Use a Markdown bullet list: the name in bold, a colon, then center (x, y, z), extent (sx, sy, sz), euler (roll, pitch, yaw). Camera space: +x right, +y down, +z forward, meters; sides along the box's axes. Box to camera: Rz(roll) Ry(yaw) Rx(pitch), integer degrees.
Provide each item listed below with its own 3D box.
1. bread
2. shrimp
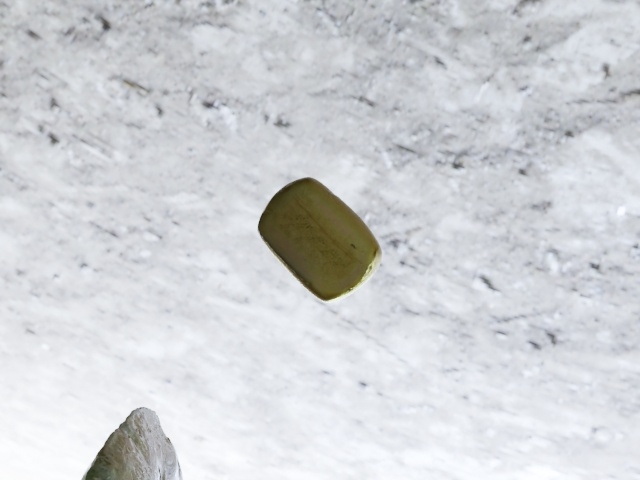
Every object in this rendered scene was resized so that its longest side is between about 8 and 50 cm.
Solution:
- **bread**: center (0.000, 0.000, 0.957), extent (0.115, 0.082, 0.056), euler (41, -176, 8)
- **shrimp**: center (-0.066, 0.138, 0.417), extent (0.051, 0.133, 0.187), euler (11, 157, 8)
